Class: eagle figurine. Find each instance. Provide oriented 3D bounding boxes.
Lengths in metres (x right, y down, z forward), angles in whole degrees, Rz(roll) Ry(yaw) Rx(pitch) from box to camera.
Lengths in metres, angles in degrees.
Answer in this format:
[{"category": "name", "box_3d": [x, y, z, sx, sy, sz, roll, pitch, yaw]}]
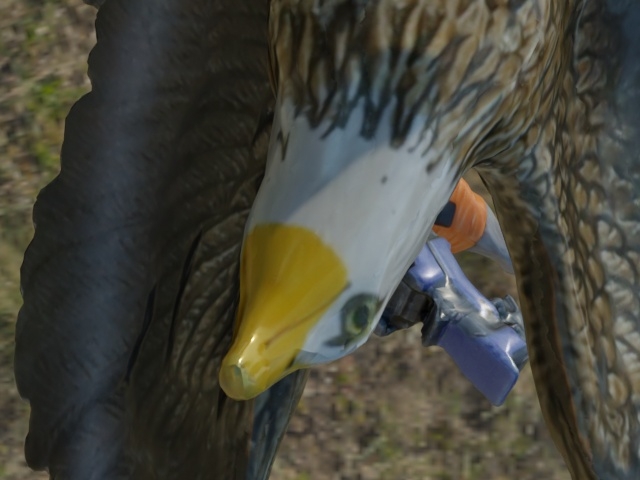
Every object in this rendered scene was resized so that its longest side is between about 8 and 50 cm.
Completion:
[{"category": "eagle figurine", "box_3d": [0.026, -0.027, 0.409, 0.225, 0.226, 0.298, -32, 141, -21]}]

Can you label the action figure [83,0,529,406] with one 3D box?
[{"category": "action figure", "box_3d": [0.000, 0.000, 1.037, 0.330, 0.178, 0.341, -7, 48, -45]}]
